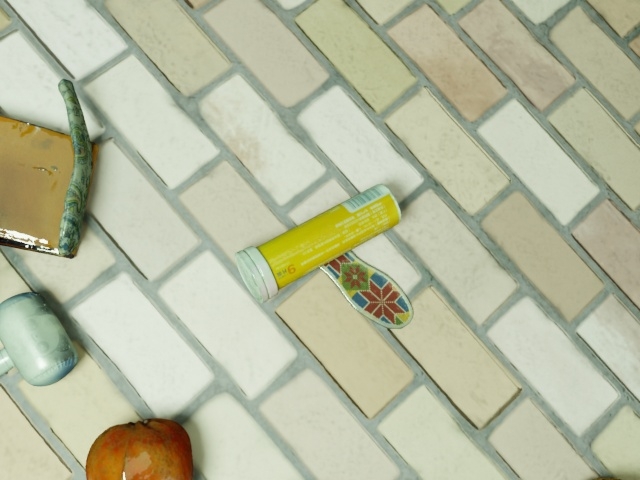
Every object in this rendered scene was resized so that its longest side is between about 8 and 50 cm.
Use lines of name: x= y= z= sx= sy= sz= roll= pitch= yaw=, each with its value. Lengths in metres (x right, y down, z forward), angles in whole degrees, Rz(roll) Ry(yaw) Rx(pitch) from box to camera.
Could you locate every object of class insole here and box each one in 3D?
insole: x=0.046 y=0.048 z=1.058 sx=0.193 sy=0.006 sz=0.065 roll=43 pitch=72 yaw=3

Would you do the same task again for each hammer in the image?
hammer: x=-0.393 y=0.149 z=0.927 sx=0.193 sy=0.069 sz=0.116 roll=-31 pitch=83 yaw=-11

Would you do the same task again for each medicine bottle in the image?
medicine bottle: x=0.000 y=0.000 z=1.023 sx=0.218 sy=0.074 sz=0.074 roll=-28 pitch=81 yaw=-15

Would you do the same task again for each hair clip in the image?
hair clip: x=-0.305 y=-0.094 z=0.973 sx=0.036 sy=0.066 sz=0.229 roll=-4 pitch=78 yaw=1

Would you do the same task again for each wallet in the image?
wallet: x=-0.393 y=-0.073 z=0.999 sx=0.195 sy=0.042 sz=0.161 roll=12 pitch=80 yaw=-11

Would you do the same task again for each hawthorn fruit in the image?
hawthorn fruit: x=-0.205 y=0.264 z=0.904 sx=0.128 sy=0.128 sz=0.128 roll=2 pitch=75 yaw=-9

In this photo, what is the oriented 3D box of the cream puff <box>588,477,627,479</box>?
cream puff: x=0.382 y=0.380 z=0.943 sx=0.183 sy=0.169 sz=0.183 roll=3 pitch=73 yaw=-10
